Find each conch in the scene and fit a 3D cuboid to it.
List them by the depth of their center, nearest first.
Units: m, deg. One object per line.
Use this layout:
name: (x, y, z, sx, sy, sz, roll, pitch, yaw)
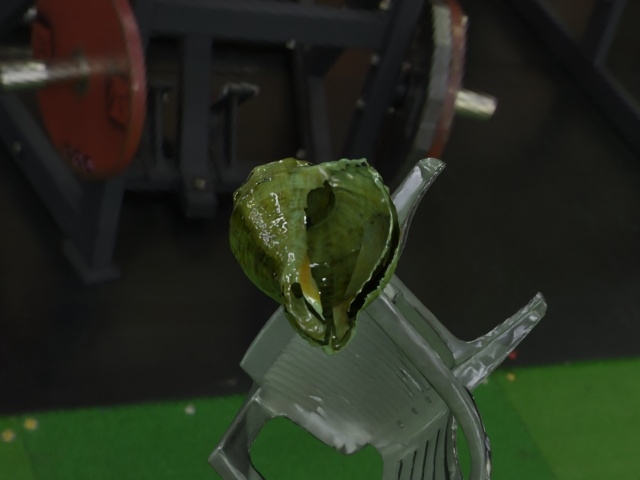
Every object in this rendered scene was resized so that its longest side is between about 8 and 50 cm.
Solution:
conch: (0.000, 0.000, 0.627, 0.074, 0.089, 0.121, 25, 30, -35)

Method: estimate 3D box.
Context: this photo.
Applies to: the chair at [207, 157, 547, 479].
chair: (0.047, 0.104, 0.889, 0.190, 0.203, 0.275, 43, 34, 0)
